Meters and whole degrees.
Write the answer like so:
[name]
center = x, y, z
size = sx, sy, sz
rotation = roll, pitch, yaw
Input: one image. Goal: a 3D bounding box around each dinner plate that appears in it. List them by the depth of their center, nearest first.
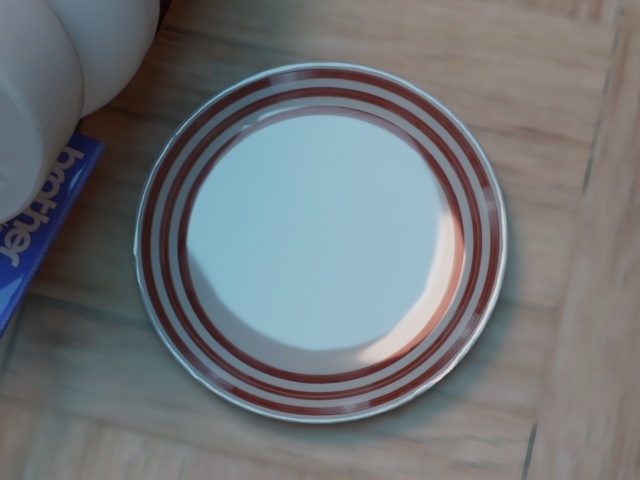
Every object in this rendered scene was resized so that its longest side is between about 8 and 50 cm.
[dinner plate]
center = 0.000, 0.000, 0.547
size = 0.141, 0.017, 0.141
rotation = -1, 73, 3

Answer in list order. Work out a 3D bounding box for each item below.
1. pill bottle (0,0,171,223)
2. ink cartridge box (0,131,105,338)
[pill bottle]
center = -0.101, -0.116, 0.493
size = 0.121, 0.121, 0.221
rotation = 13, 51, 6
[ink cartridge box]
center = -0.252, -0.011, 0.539
size = 0.311, 0.065, 0.186
rotation = 23, 74, 11
